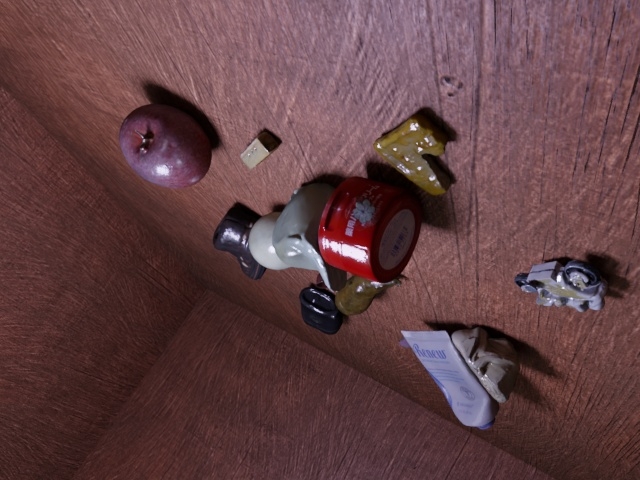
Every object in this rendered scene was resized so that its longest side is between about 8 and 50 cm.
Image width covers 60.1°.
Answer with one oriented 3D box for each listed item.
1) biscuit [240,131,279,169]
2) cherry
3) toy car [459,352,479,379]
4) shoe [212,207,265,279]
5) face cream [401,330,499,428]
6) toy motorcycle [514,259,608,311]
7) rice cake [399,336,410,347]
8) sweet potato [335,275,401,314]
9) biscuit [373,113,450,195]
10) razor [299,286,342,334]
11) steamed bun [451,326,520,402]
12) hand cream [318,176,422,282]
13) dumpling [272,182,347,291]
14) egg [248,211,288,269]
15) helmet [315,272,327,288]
[{"bbox_3d":[-0.164,-0.235,1.452,0.056,0.052,0.188,54,158,-9],"label":"biscuit"},{"bbox_3d":[-0.429,-0.260,1.579,0.261,0.221,0.307,36,176,17],"label":"cherry"},{"bbox_3d":[0.520,0.423,1.911,0.108,0.089,0.209,40,159,-19],"label":"toy car"},{"bbox_3d":[-0.293,0.015,2.100,0.237,0.171,0.384,26,160,0],"label":"shoe"},{"bbox_3d":[0.456,0.461,1.861,0.420,0.137,0.234,54,154,-11],"label":"face cream"},{"bbox_3d":[0.507,0.097,1.137,0.151,0.074,0.228,32,159,-7],"label":"toy motorcycle"},{"bbox_3d":[0.358,0.394,2.192,0.047,0.036,0.207,23,162,-1],"label":"rice cake"},{"bbox_3d":[0.141,0.170,1.867,0.130,0.130,0.423,34,153,-3],"label":"sweet potato"},{"bbox_3d":[0.198,-0.160,1.053,0.174,0.039,0.183,37,162,-8],"label":"biscuit"},{"bbox_3d":[0.003,0.309,2.447,0.204,0.113,0.349,28,159,12],"label":"razor"},{"bbox_3d":[0.513,0.347,1.657,0.211,0.144,0.218,50,-173,-25],"label":"steamed bun"},{"bbox_3d":[0.117,-0.024,1.244,0.149,0.230,0.230,22,158,32],"label":"hand cream"},{"bbox_3d":[-0.023,-0.018,1.443,0.211,0.321,0.270,13,139,16],"label":"dumpling"},{"bbox_3d":[-0.137,0.002,1.785,0.186,0.187,0.253,37,159,-11],"label":"egg"},{"bbox_3d":[0.019,0.139,2.076,0.089,0.057,0.111,-11,162,-1],"label":"helmet"}]
